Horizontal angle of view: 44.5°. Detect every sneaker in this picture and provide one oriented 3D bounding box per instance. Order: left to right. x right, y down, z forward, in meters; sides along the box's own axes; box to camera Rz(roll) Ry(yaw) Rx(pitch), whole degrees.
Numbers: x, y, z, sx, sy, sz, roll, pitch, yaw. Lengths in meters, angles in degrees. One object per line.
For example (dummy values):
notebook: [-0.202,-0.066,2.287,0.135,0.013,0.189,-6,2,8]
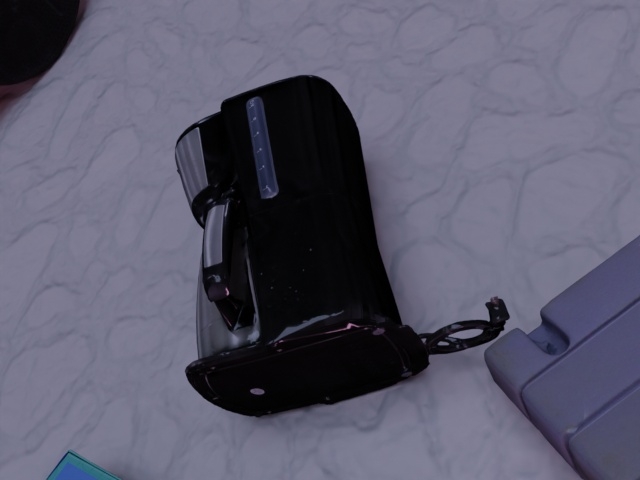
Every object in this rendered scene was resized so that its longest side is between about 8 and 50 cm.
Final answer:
sneaker: [-0.350,-0.165,0.692,0.136,0.116,0.313,26,73,32]

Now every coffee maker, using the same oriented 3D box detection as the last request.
coffee maker: [0.000,0.000,0.479,0.171,0.120,0.178,-4,58,-9]

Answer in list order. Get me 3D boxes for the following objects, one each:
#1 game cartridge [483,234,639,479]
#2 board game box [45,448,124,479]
game cartridge: [0.278,0.023,0.341,0.355,0.068,0.230,-36,40,-2]
board game box: [-0.132,0.231,0.394,0.160,0.047,0.210,17,55,29]
